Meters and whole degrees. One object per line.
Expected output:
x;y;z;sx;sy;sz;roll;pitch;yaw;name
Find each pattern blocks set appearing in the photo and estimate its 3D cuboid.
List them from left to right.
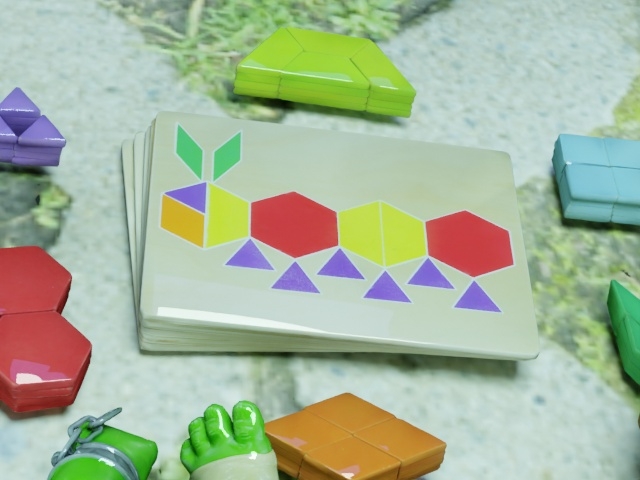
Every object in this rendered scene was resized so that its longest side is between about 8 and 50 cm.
0.000;0.000;0.758;0.325;0.026;0.285;11;42;-1;pattern blocks set

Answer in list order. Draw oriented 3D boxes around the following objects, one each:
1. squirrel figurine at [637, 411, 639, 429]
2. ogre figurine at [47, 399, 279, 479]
0.336;0.091;0.616;0.397;0.281;0.370;-30;66;-20;squirrel figurine
-0.024;0.126;0.571;0.197;0.097;0.118;43;30;10;ogre figurine
